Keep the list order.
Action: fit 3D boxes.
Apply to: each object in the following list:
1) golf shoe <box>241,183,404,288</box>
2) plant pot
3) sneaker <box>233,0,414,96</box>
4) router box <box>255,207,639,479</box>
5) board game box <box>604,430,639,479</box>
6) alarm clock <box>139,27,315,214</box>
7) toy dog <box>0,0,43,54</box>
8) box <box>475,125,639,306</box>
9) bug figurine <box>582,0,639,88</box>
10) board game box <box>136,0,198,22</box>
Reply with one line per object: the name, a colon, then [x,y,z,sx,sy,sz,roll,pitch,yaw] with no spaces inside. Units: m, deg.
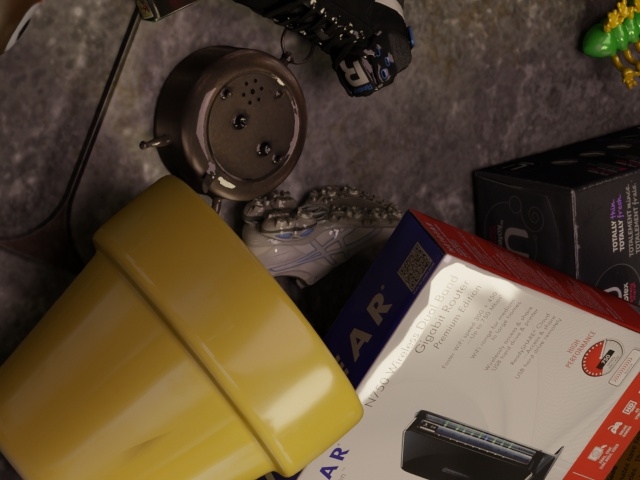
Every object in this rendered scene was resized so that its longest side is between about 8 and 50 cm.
golf shoe: [0.000,0.000,1.693,0.176,0.069,0.086,-4,120,-34]
plant pot: [-0.135,0.116,1.498,0.239,0.254,0.254,-38,120,-8]
sneaker: [0.011,-0.180,1.604,0.217,0.079,0.121,-7,79,-51]
router box: [0.117,0.171,1.684,0.301,0.082,0.335,21,109,-33]
board game box: [0.405,0.368,1.873,0.356,0.356,0.357,30,79,-38]
alarm clock: [-0.061,-0.114,1.617,0.129,0.064,0.192,49,65,-33]
toy dog: [-0.291,-0.310,1.268,0.395,0.284,0.408,-24,113,-16]
box: [0.298,-0.010,1.858,0.270,0.143,0.165,-15,108,-35]
bug figurine: [0.331,-0.288,1.881,0.216,0.072,0.279,-31,120,-23]
board game box: [-0.063,-0.295,1.602,0.259,0.030,0.136,-30,113,-30]
